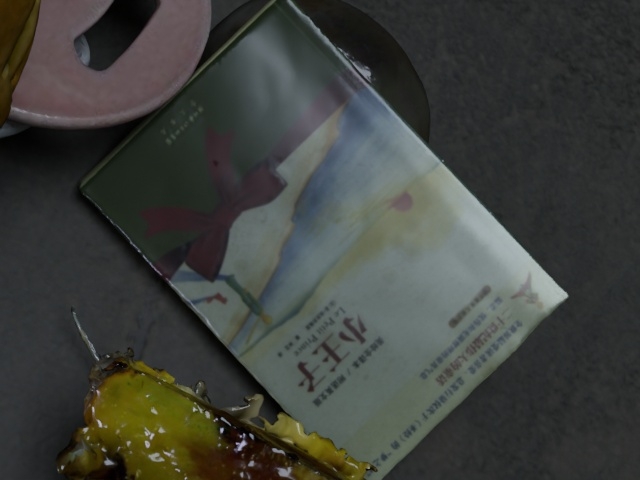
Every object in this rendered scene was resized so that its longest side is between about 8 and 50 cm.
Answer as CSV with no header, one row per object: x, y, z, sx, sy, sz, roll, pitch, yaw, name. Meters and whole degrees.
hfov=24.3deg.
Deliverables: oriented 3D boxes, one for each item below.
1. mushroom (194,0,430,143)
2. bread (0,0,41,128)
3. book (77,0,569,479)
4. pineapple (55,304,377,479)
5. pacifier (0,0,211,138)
0.003,-0.109,1.081,0.188,0.117,0.141,36,44,-1,mushroom
-0.337,-0.105,0.783,0.337,0.148,0.328,26,102,-11,bread
0.000,0.000,1.012,0.201,0.026,0.289,-44,89,-2,book
-0.038,0.189,0.916,0.334,0.158,0.161,27,96,-8,pineapple
-0.210,-0.216,0.958,0.332,0.273,0.220,38,15,-7,pacifier
